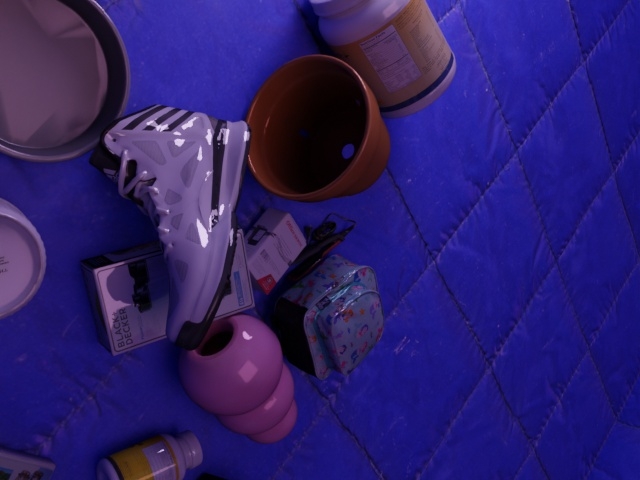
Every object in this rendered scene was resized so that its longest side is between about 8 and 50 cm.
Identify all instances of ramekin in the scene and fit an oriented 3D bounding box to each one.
[{"bbox_3d":[-0.527,0.031,0.989,0.207,0.109,0.207,-9,104,-40],"label":"ramekin"}]

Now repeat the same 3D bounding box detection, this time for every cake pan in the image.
[{"bbox_3d":[-0.453,-0.273,1.036,0.293,0.054,0.293,-9,103,-41],"label":"cake pan"}]

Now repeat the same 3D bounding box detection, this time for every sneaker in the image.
[{"bbox_3d":[-0.275,-0.041,1.093,0.258,0.169,0.447,13,58,-16],"label":"sneaker"}]

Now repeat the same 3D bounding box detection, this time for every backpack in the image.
[{"bbox_3d":[0.037,0.164,1.469,0.253,0.191,0.225,-45,136,-37],"label":"backpack"}]

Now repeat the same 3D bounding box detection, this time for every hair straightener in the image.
[{"bbox_3d":[0.000,0.000,1.492,0.230,0.047,0.089,-35,119,-32],"label":"hair straightener"}]

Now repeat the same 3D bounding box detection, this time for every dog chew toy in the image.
[{"bbox_3d":[-0.149,0.300,1.324,0.206,0.207,0.332,-47,133,-25],"label":"dog chew toy"}]

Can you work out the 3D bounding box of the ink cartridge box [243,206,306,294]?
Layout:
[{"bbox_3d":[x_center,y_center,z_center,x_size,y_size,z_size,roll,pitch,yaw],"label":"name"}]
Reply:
[{"bbox_3d":[-0.111,0.021,1.376,0.150,0.063,0.109,-53,139,-23],"label":"ink cartridge box"}]

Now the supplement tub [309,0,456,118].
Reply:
[{"bbox_3d":[0.137,-0.451,1.411,0.228,0.228,0.316,-55,128,-20],"label":"supplement tub"}]

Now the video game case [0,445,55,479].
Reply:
[{"bbox_3d":[-0.639,0.454,1.017,0.329,0.036,0.300,35,75,-39],"label":"video game case"}]

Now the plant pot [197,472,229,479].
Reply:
[{"bbox_3d":[-0.198,0.598,1.346,0.188,0.187,0.167,47,55,-36],"label":"plant pot"}]

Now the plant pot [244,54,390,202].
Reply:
[{"bbox_3d":[0.016,-0.207,1.333,0.203,0.291,0.290,15,87,-58],"label":"plant pot"}]

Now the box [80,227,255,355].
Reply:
[{"bbox_3d":[-0.279,0.085,1.210,0.290,0.087,0.169,-16,108,-31],"label":"box"}]

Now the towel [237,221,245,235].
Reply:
[{"bbox_3d":[-0.210,0.004,1.319,0.119,0.029,0.067,-50,125,-23],"label":"towel"}]

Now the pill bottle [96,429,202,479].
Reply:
[{"bbox_3d":[-0.326,0.436,1.244,0.184,0.103,0.103,-15,107,-39],"label":"pill bottle"}]
